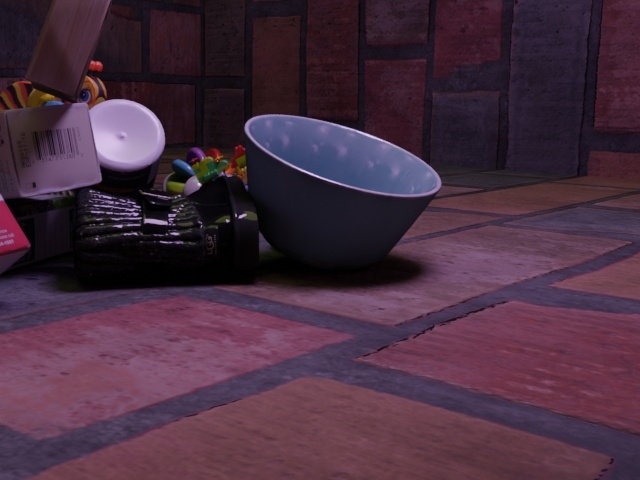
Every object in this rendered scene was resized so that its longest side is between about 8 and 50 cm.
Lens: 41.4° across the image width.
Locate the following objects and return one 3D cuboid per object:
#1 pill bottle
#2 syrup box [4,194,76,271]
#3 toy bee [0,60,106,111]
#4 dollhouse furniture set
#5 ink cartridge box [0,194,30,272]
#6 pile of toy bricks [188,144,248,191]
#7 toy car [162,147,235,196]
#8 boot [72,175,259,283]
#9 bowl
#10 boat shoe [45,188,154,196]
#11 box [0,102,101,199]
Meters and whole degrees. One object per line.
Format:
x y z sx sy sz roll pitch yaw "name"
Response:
-0.332 -0.112 1.378 0.131 0.130 0.245 -2 -23 -19 "pill bottle"
-0.474 -0.013 1.293 0.096 0.093 0.237 3 9 14 "syrup box"
-0.488 -0.280 1.678 0.298 0.162 0.195 9 9 -12 "toy bee"
-0.502 -0.336 1.162 0.394 0.362 0.256 20 -1 -18 "dollhouse furniture set"
-0.519 -0.070 0.979 0.131 0.306 0.226 -37 -8 26 "ink cartridge box"
-0.223 -0.124 1.709 0.212 0.105 0.118 -26 15 5 "pile of toy bricks"
-0.283 -0.153 2.020 0.182 0.136 0.159 -6 12 -37 "toy car"
-0.240 -0.025 1.290 0.260 0.131 0.348 -4 8 -11 "boot"
0.015 -0.064 1.310 0.312 0.163 0.311 14 23 -6 "bowl"
-0.538 -0.117 1.681 0.500 0.186 0.156 12 3 29 "boat shoe"
-0.487 -0.123 1.263 0.311 0.121 0.148 -2 11 36 "box"
